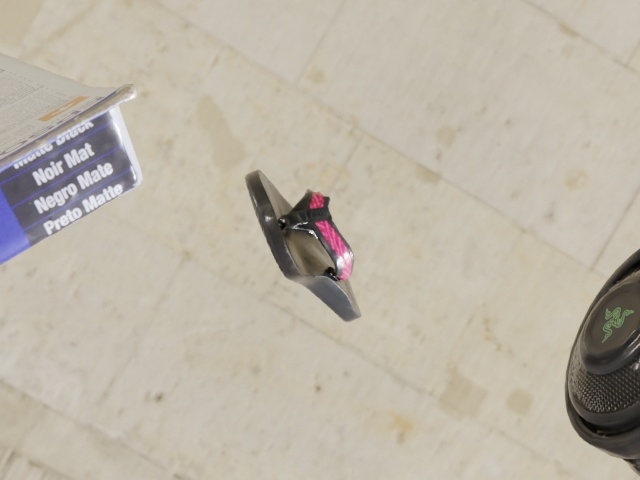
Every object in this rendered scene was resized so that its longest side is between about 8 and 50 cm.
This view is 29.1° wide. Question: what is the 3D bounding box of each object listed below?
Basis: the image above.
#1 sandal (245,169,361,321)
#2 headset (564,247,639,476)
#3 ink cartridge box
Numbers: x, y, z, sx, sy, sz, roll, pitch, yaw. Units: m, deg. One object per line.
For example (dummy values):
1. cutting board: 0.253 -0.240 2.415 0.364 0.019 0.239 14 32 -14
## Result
1. sandal: 0.000 0.000 0.755 0.179 0.040 0.067 45 24 -62
2. headset: 0.235 0.126 0.680 0.243 0.394 0.185 55 2 -19
3. ink cartridge box: -0.174 0.011 0.414 0.045 0.223 0.224 64 -16 -21
